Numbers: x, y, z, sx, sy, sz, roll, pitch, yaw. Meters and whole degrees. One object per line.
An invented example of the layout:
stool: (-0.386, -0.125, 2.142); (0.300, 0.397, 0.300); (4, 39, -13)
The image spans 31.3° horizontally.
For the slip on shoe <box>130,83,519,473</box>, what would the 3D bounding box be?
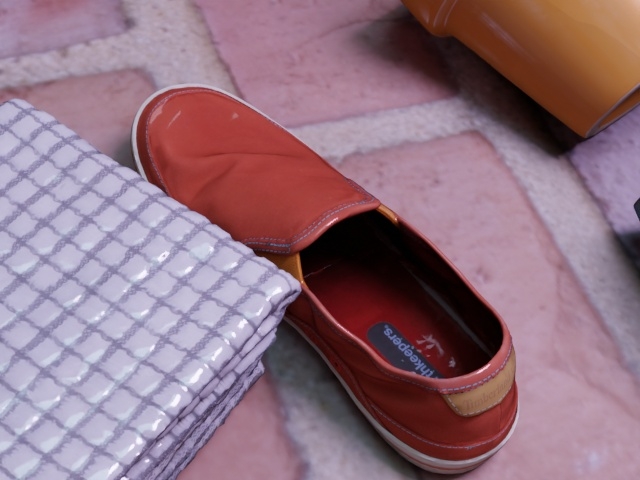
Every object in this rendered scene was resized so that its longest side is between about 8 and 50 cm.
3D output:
slip on shoe: (0.000, 0.000, 0.717); (0.123, 0.101, 0.331); (-32, 63, -25)

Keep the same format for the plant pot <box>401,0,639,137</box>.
plant pot: (0.184, -0.186, 0.832); (0.205, 0.205, 0.188); (-33, 79, -27)

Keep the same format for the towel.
towel: (-0.183, 0.078, 0.627); (0.235, 0.121, 0.283); (31, 58, 17)

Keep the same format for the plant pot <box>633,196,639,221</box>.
plant pot: (0.331, 0.041, 0.692); (0.165, 0.166, 0.234); (-8, 69, -13)
